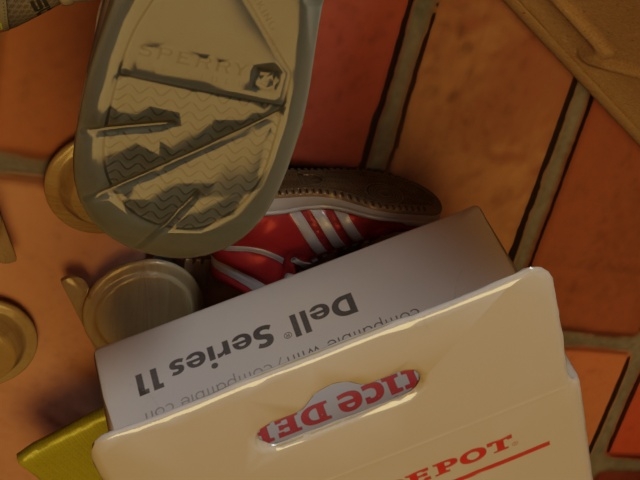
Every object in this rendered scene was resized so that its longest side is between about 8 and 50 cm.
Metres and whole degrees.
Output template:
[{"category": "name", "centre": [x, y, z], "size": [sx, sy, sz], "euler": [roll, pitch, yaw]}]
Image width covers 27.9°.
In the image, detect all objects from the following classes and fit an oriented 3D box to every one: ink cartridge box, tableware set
[{"category": "ink cartridge box", "centre": [0.022, 0.120, 0.650], "size": [0.207, 0.119, 0.353], "euler": [-21, 137, -2]}, {"category": "tableware set", "centre": [-0.139, 0.013, 0.642], "size": [0.168, 0.020, 0.141], "euler": [-12, 124, -9]}]

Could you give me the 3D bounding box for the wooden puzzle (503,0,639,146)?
[{"category": "wooden puzzle", "centre": [0.263, -0.076, 0.555], "size": [0.347, 0.322, 0.081], "euler": [34, 73, -32]}]

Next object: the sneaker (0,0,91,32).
[{"category": "sneaker", "centre": [-0.159, -0.147, 0.510], "size": [0.074, 0.063, 0.170], "euler": [-34, 128, 0]}]

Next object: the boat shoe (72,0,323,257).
[{"category": "boat shoe", "centre": [-0.028, -0.153, 0.525], "size": [0.118, 0.103, 0.321], "euler": [11, 109, -17]}]

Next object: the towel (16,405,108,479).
[{"category": "towel", "centre": [-0.037, 0.079, 0.694], "size": [0.237, 0.021, 0.102], "euler": [-27, 141, 3]}]

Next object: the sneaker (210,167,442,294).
[{"category": "sneaker", "centre": [0.000, 0.000, 0.657], "size": [0.118, 0.042, 0.067], "euler": [3, 118, -10]}]
